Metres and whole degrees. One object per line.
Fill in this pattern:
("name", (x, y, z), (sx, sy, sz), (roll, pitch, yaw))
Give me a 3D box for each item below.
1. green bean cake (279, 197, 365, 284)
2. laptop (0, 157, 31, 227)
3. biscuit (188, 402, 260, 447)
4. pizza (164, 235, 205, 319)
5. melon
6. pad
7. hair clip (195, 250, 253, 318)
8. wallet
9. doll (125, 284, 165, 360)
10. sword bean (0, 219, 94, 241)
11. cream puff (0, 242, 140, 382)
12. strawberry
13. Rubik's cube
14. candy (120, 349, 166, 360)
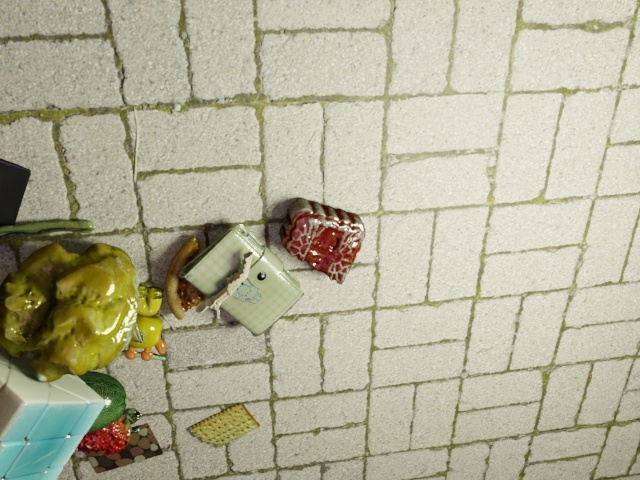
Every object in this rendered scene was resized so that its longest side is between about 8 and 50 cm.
("green bean cake", (0.000, 0.000, 1.642), (0.232, 0.097, 0.199), (19, 114, -20))
("laptop", (-0.816, -0.118, 1.467), (0.135, 0.016, 0.197), (21, 114, -22))
("biscuit", (-0.318, 0.628, 1.971), (0.203, 0.016, 0.144), (-28, 120, 4))
("pizza", (-0.368, 0.110, 1.654), (0.134, 0.056, 0.271), (20, 112, -20))
("melon", (-0.696, 0.472, 1.716), (0.287, 0.182, 0.183), (4, 118, -10))
("pad", (-0.658, 0.691, 1.946), (0.234, 0.003, 0.158), (-16, 120, -3))
("hair clip", (-0.238, 0.124, 1.580), (0.072, 0.034, 0.226), (35, 102, -33))
("wallet", (-0.209, 0.116, 1.648), (0.223, 0.077, 0.309), (-40, 124, 4))
("doll", (-0.498, 0.239, 1.654), (0.142, 0.135, 0.221), (9, 104, -18))
("sword bean", (-0.726, -0.025, 1.514), (0.269, 0.038, 0.043), (-7, 113, -12))
("cream puff", (-0.648, 0.163, 1.458), (0.378, 0.378, 0.275), (-39, 140, 11))
("strawberry", (-0.704, 0.606, 1.830), (0.285, 0.106, 0.188), (-10, 116, -5))
("Rubik's cube", (-0.810, 0.448, 1.467), (0.316, 0.318, 0.322), (-57, 160, -5))
("candy", (-0.613, 0.325, 1.724), (0.323, 0.097, 0.097), (13, 115, -26))
